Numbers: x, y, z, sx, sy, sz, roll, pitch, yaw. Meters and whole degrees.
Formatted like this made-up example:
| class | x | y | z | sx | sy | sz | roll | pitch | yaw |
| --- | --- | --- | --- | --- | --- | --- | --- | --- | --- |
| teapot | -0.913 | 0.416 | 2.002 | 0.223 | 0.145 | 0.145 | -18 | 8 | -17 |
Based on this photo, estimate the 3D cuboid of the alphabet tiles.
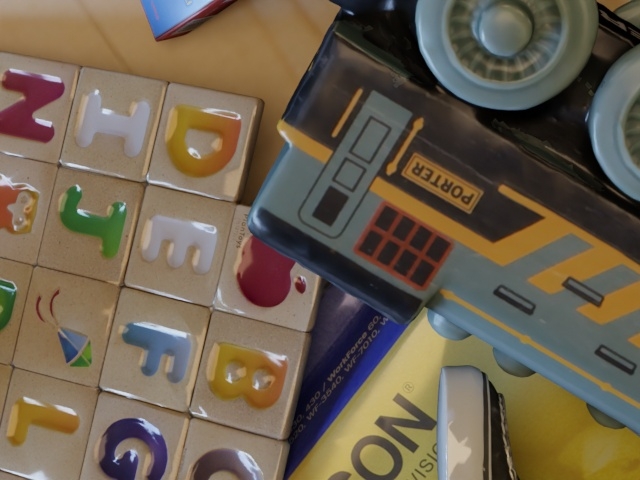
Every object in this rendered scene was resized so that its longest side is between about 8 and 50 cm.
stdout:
| class | x | y | z | sx | sy | sz | roll | pitch | yaw |
| --- | --- | --- | --- | --- | --- | --- | --- | --- | --- |
| alphabet tiles | -0.162 | 0.042 | 0.950 | 0.342 | 0.011 | 0.285 | 12 | 88 | 25 |

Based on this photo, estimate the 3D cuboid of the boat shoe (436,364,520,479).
| class | x | y | z | sx | sy | sz | roll | pitch | yaw |
| --- | --- | --- | --- | --- | --- | --- | --- | --- | --- |
| boat shoe | 0.098 | 0.161 | 0.843 | 0.070 | 0.078 | 0.219 | -8 | 107 | 4 |

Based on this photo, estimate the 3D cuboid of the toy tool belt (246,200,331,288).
| class | x | y | z | sx | sy | sz | roll | pitch | yaw |
| --- | --- | --- | --- | --- | --- | --- | --- | --- | --- |
| toy tool belt | 0.000 | 0.000 | 0.946 | 0.083 | 0.052 | 0.051 | -4 | 100 | 11 |

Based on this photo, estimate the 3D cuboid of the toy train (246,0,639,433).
| class | x | y | z | sx | sy | sz | roll | pitch | yaw |
| --- | --- | --- | --- | --- | --- | --- | --- | --- | --- |
| toy train | 0.128 | -0.019 | 0.788 | 0.334 | 0.142 | 0.190 | 30 | 109 | -6 |

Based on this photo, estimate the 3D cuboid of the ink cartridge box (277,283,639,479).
| class | x | y | z | sx | sy | sz | roll | pitch | yaw |
| --- | --- | --- | --- | --- | --- | --- | --- | --- | --- |
| ink cartridge box | 0.091 | 0.088 | 0.898 | 0.307 | 0.072 | 0.304 | 36 | 100 | -6 |

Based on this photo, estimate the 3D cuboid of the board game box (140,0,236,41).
| class | x | y | z | sx | sy | sz | roll | pitch | yaw |
| --- | --- | --- | --- | --- | --- | --- | --- | --- | --- |
| board game box | -0.094 | -0.263 | 0.925 | 0.145 | 0.027 | 0.281 | -23 | 88 | 49 |
